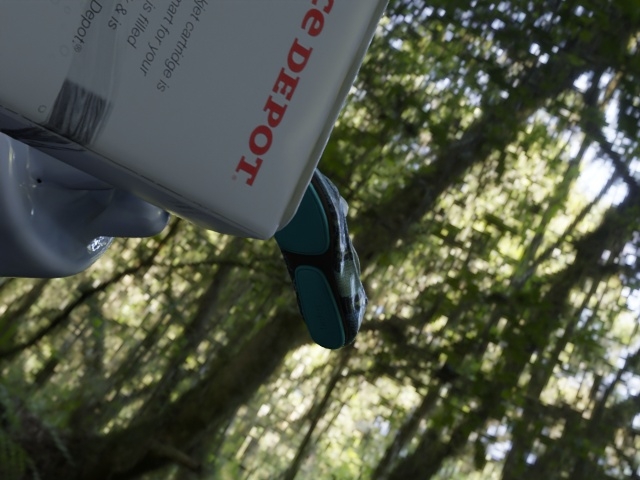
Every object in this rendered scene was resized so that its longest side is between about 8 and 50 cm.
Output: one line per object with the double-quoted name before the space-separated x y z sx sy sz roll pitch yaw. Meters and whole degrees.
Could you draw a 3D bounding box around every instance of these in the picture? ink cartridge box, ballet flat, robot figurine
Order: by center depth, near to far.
"ink cartridge box" -0.117 -0.148 0.532 0.283 0.207 0.117 28 -8 -30
"robot figurine" -0.279 -0.072 0.814 0.353 0.200 0.300 1 -30 17
"ballet flat" 0.000 0.000 0.878 0.070 0.070 0.188 10 -51 27
